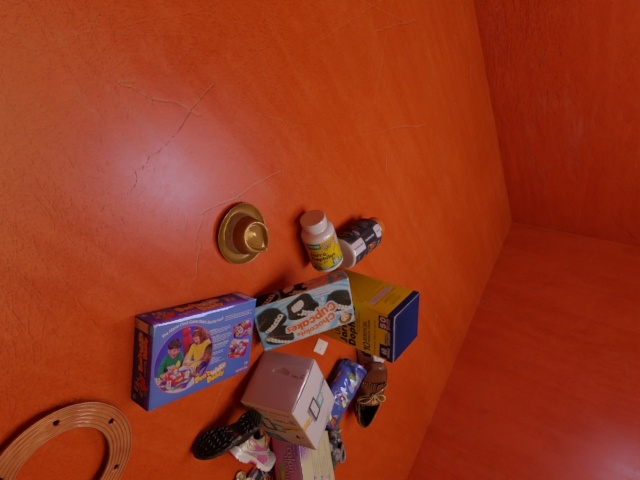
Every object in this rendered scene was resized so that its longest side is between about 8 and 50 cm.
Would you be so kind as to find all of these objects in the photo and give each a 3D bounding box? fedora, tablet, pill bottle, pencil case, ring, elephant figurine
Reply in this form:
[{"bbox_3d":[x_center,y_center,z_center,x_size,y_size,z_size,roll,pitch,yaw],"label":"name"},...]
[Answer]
[{"bbox_3d":[-0.205,-0.012,1.344,0.194,0.079,0.194,-26,124,-47],"label":"fedora"},{"bbox_3d":[0.001,0.426,1.862,0.083,0.006,0.054,41,70,-52],"label":"tablet"},{"bbox_3d":[0.000,0.000,1.596,0.117,0.117,0.208,-49,138,-31],"label":"pill bottle"},{"bbox_3d":[0.070,0.636,1.943,0.133,0.119,0.306,50,61,-23],"label":"pencil case"},{"bbox_3d":[-0.595,0.529,1.066,0.336,0.032,0.336,-25,123,-48],"label":"ring"},{"bbox_3d":[0.149,-0.004,1.789,0.246,0.130,0.130,-36,130,-41],"label":"pill bottle"},{"bbox_3d":[0.046,0.887,1.994,0.186,0.169,0.239,-49,165,13],"label":"elephant figurine"}]

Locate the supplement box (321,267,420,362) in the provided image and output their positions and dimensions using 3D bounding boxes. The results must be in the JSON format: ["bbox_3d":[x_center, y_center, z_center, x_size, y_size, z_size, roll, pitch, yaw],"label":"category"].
[{"bbox_3d":[0.159,0.262,1.707,0.195,0.356,0.194,-31,126,-46],"label":"supplement box"}]

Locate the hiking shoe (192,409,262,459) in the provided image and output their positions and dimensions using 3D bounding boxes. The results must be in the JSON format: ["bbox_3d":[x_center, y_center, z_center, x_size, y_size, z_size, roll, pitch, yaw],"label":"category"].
[{"bbox_3d":[-0.281,0.621,1.449,0.227,0.086,0.114,-23,144,-17],"label":"hiking shoe"}]

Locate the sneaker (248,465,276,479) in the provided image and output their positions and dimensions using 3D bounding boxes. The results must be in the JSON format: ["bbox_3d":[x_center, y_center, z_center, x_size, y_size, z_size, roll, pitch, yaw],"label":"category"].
[{"bbox_3d":[-0.189,0.875,1.713,0.215,0.083,0.084,14,94,-53],"label":"sneaker"}]

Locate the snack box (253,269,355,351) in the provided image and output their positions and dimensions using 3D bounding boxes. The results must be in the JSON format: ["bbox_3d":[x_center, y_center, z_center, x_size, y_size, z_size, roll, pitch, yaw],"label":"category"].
[{"bbox_3d":[-0.055,0.228,1.515,0.322,0.060,0.187,-17,123,-10],"label":"snack box"}]

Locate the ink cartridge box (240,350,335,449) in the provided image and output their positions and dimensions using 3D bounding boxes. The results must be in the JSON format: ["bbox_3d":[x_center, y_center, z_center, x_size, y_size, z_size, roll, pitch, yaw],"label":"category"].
[{"bbox_3d":[-0.101,0.535,1.567,0.197,0.198,0.270,-64,146,-38],"label":"ink cartridge box"}]

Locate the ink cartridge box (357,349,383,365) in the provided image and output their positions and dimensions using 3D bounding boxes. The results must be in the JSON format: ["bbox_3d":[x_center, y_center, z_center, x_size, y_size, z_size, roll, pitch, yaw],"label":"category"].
[{"bbox_3d":[0.249,0.445,2.127,0.172,0.100,0.237,-41,134,-38],"label":"ink cartridge box"}]

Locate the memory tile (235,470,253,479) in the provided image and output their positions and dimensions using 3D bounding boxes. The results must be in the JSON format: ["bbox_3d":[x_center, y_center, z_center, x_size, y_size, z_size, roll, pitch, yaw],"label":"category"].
[{"bbox_3d":[-0.257,0.882,1.605,0.148,0.012,0.113,42,58,-8],"label":"memory tile"}]

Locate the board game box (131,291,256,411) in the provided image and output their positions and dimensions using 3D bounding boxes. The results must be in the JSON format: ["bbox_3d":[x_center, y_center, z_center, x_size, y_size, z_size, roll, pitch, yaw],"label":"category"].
[{"bbox_3d":[-0.337,0.290,1.282,0.347,0.078,0.233,-7,109,-53],"label":"board game box"}]

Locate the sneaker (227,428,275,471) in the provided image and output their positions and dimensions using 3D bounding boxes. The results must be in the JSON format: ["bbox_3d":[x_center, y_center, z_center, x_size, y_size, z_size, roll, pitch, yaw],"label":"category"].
[{"bbox_3d":[-0.218,0.705,1.589,0.111,0.103,0.252,-58,143,-19],"label":"sneaker"}]

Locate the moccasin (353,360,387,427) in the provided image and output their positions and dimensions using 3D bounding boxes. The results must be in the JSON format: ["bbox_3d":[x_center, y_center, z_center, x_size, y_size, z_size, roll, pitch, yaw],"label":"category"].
[{"bbox_3d":[0.222,0.696,2.093,0.147,0.139,0.380,-99,-159,-56],"label":"moccasin"}]

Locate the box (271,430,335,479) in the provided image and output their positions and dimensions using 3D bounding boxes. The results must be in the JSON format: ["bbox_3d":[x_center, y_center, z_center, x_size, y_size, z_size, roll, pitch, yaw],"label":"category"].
[{"bbox_3d":[-0.061,0.840,1.758,0.243,0.117,0.213,36,38,-54],"label":"box"}]
